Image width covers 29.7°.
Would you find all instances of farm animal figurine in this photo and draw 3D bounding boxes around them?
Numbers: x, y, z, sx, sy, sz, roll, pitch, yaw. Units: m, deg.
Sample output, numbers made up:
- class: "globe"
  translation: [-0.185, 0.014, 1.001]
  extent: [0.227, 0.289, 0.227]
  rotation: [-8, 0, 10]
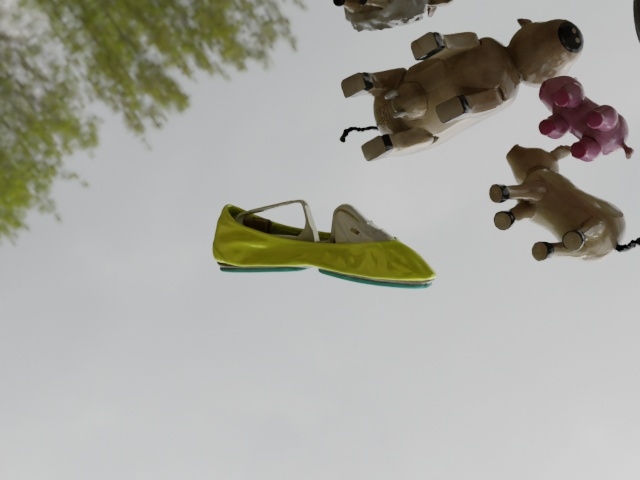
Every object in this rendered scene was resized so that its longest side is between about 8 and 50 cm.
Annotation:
- class: "farm animal figurine"
  translation: [0.176, -0.141, 1.191]
  extent: [0.327, 0.330, 0.172]
  rotation: [-2, -173, 40]

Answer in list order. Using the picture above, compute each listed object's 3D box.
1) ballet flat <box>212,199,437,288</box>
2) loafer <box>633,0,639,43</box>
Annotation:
- class: "ballet flat"
  translation: [0.000, 0.000, 1.170]
  extent: [0.231, 0.077, 0.077]
  rotation: [5, -171, 21]
- class: "loafer"
  translation: [0.276, -0.224, 0.802]
  extent: [0.109, 0.095, 0.302]
  rotation: [13, -112, 26]
